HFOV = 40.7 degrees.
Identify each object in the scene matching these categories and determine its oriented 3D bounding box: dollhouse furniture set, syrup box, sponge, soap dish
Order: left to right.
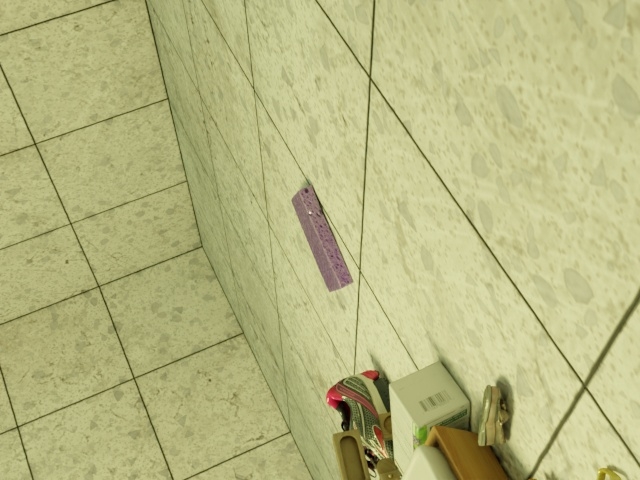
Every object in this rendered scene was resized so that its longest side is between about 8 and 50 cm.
[{"bbox_3d":[0.000,0.000,1.715,0.117,0.031,0.210,140,107,-76],"label":"sponge"},{"bbox_3d":[0.104,0.358,1.542,0.123,0.151,0.144,90,169,-56],"label":"dollhouse furniture set"},{"bbox_3d":[0.175,0.310,1.378,0.236,0.093,0.096,82,161,-45],"label":"syrup box"},{"bbox_3d":[0.207,0.440,1.280,0.290,0.118,0.228,102,149,-44],"label":"soap dish"}]

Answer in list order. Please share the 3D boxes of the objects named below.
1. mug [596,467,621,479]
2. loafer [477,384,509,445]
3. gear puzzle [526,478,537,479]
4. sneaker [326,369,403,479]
[{"bbox_3d":[0.309,0.292,0.927,0.062,0.078,0.064,37,179,-7],"label":"mug"},{"bbox_3d":[0.236,0.235,1.158,0.125,0.039,0.045,87,-170,-47],"label":"loafer"},{"bbox_3d":[0.337,0.393,0.988,0.175,0.044,0.339,66,173,-28],"label":"gear puzzle"},{"bbox_3d":[0.109,0.402,1.663,0.299,0.112,0.120,63,150,25],"label":"sneaker"}]
